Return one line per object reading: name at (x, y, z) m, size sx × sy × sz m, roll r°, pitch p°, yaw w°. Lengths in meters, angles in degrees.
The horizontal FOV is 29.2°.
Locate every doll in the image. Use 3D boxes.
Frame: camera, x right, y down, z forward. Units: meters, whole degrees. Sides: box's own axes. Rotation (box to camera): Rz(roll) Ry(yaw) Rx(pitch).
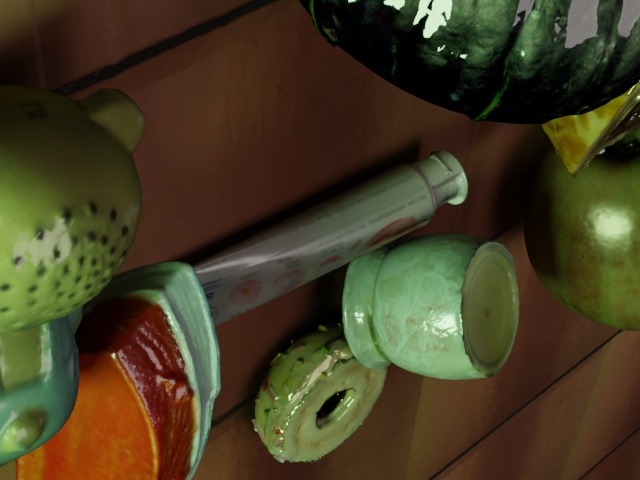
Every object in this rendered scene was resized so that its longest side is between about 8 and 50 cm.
doll at (-0.213, 0.020, 0.778) m, size 0.177 × 0.161 × 0.260 m, roll -13°, pitch 136°, yaw -45°

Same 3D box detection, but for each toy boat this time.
toy boat at (-0.155, 0.138, 1.003) m, size 0.133 × 0.145 × 0.332 m, roll -52°, pitch 169°, yaw -44°

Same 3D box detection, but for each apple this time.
apple at (0.362, -0.030, 1.420) m, size 0.257 × 0.257 × 0.234 m, roll -33°, pitch 131°, yaw -28°

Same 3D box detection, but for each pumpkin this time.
pumpkin at (0.122, -0.228, 0.805) m, size 0.296 × 0.296 × 0.296 m, roll -34°, pitch 147°, yaw -26°

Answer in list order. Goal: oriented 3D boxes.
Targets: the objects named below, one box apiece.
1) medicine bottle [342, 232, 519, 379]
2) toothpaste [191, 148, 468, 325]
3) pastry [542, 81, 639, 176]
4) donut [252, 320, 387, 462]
medicine bottle at (0.111, 0.065, 1.247) m, size 0.147 × 0.143 × 0.147 m, roll -3°, pitch 94°, yaw -55°
toothpaste at (0.000, 0.000, 1.149) m, size 0.323 × 0.066 × 0.100 m, roll -26°, pitch 148°, yaw -28°
pastry at (0.303, -0.197, 1.229) m, size 0.237 × 0.170 × 0.256 m, roll -32°, pitch 172°, yaw -24°
donut at (-0.003, 0.159, 1.318) m, size 0.174 × 0.068 × 0.174 m, roll -31°, pitch 145°, yaw -25°
